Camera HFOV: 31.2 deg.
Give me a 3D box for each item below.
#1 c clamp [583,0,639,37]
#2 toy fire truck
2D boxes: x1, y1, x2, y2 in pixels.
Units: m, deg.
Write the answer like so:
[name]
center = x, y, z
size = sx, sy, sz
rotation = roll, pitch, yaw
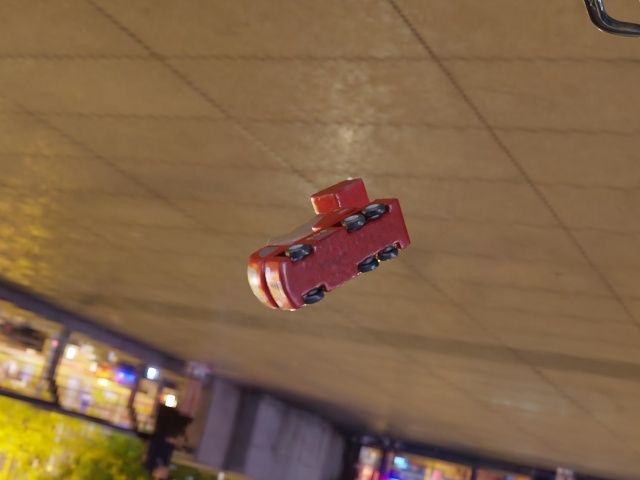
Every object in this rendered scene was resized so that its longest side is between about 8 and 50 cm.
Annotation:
[c clamp]
center = 0.401, -0.299, 1.468
size = 0.137, 0.022, 0.160
rotation = 16, 161, 39
[toy fire truck]
center = 0.000, 0.000, 0.975
size = 0.192, 0.047, 0.135
rotation = -28, -163, -36
